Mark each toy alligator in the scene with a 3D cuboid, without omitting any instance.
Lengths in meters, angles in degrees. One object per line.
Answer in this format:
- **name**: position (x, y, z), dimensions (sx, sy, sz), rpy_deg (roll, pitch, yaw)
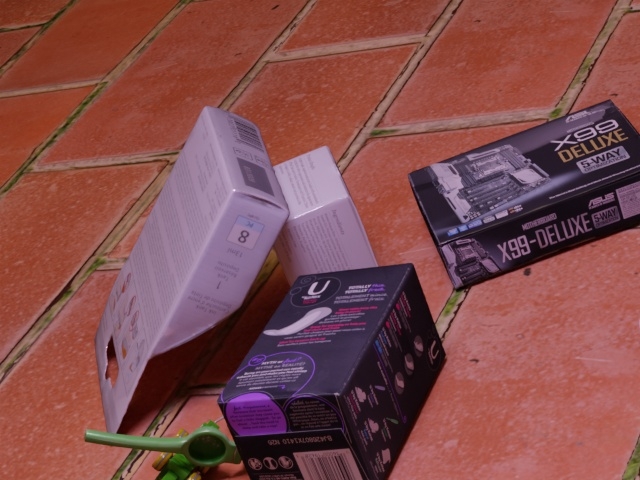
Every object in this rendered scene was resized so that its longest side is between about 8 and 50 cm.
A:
- **toy alligator**: position (-0.154, 0.255, 2.276), dimensions (0.189, 0.056, 0.051), rpy_deg (-50, -1, -45)

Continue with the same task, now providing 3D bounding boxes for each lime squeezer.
- **lime squeezer**: position (-0.123, 0.219, 2.245), dimensions (0.310, 0.059, 0.110), rpy_deg (-16, 63, -36)

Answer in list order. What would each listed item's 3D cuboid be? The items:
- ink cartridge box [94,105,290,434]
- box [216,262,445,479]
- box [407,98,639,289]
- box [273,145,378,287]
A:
- **ink cartridge box**: position (-0.177, 0.049, 2.476), dimensions (0.091, 0.385, 0.308), rpy_deg (20, 19, -19)
- **box**: position (0.018, 0.162, 2.218), dimensions (0.165, 0.143, 0.270), rpy_deg (-6, 30, 28)
- **box**: position (0.289, -0.066, 2.531), dimensions (0.307, 0.076, 0.242), rpy_deg (-20, 26, 2)
- **box**: position (0.000, 0.000, 2.494), dimensions (0.119, 0.182, 0.181), rpy_deg (-22, 26, 1)
